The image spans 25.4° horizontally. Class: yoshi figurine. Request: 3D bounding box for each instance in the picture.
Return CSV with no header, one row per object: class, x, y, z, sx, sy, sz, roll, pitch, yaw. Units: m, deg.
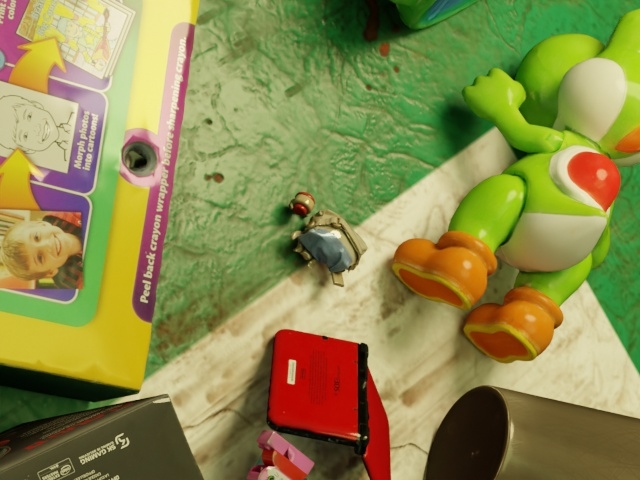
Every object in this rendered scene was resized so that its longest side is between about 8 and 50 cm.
yoshi figurine,0.218,-0.071,1.391,0.203,0.203,0.362,30,75,20

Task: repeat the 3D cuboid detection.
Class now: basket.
basket,0.224,0.233,1.313,0.227,0.154,0.204,23,66,-23

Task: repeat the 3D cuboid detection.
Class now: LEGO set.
LEGO set,-0.004,0.261,1.197,0.227,0.087,0.093,41,68,-22

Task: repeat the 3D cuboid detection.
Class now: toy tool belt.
toy tool belt,0.000,0.000,1.275,0.083,0.052,0.051,43,52,-17

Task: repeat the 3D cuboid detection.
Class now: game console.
game console,0.010,0.156,1.223,0.124,0.085,0.144,11,28,-5

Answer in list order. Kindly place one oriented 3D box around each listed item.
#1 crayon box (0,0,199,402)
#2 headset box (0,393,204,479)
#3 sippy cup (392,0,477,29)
crayon box,-0.271,-0.083,1.088,0.313,0.106,0.363,15,73,-28
headset box,-0.218,0.200,0.947,0.218,0.293,0.110,-23,92,-33
sippy cup,0.120,-0.355,1.340,0.224,0.240,0.305,56,18,2
